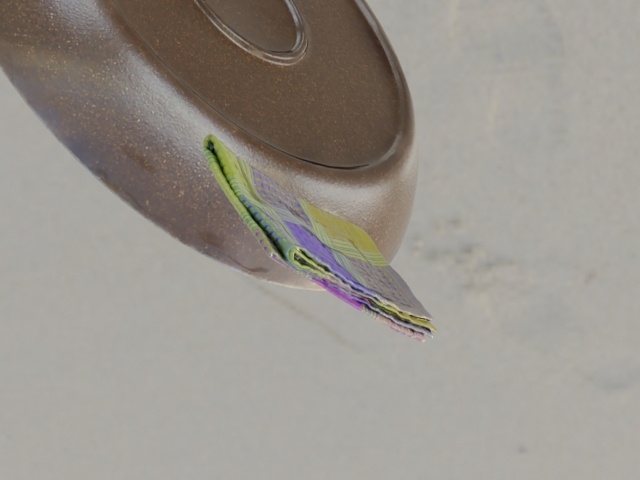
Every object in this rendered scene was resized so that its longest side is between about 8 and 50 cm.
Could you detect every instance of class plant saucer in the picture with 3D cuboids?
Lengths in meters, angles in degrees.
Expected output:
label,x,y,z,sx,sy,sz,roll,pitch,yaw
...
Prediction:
label,x,y,z,sx,sy,sz,roll,pitch,yaw
plant saucer,-0.053,-0.115,0.858,0.310,0.311,0.050,22,129,-36

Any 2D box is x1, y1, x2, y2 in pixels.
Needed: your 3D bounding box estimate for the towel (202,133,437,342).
label,x,y,z,sx,sy,sz,roll,pitch,yaw
towel,0.000,0.000,0.510,0.009,0.060,0.083,-46,138,12
